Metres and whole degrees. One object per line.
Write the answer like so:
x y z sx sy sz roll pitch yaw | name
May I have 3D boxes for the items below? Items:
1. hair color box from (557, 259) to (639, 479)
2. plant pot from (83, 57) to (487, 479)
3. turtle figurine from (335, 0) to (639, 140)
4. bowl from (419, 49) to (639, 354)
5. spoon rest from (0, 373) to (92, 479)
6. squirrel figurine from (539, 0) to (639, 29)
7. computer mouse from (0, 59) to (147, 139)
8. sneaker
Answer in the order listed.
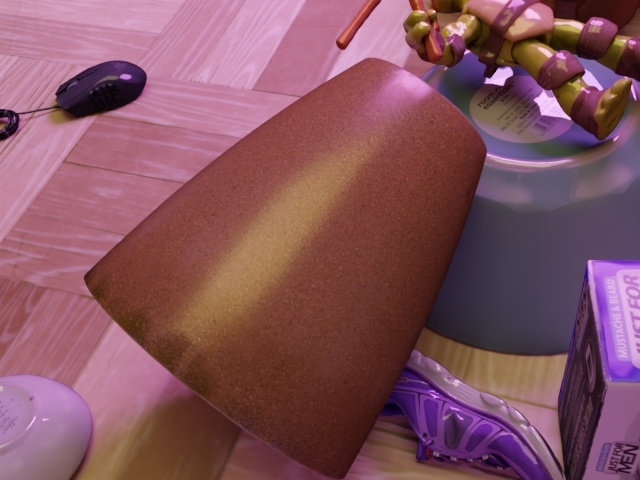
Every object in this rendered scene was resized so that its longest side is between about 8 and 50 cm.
0.346 0.108 0.569 0.338 0.185 0.110 -1 48 7 | hair color box
0.000 0.000 0.625 0.237 0.237 0.254 35 84 32 | plant pot
0.157 -0.166 0.686 0.217 0.087 0.269 38 54 25 | turtle figurine
0.187 -0.070 0.764 0.311 0.163 0.312 -3 48 4 | bowl
-0.290 0.208 0.654 0.137 0.084 0.276 15 39 18 | spoon rest
0.348 -0.423 0.912 0.370 0.397 0.281 -6 37 -15 | squirrel figurine
-0.328 -0.172 1.007 0.242 0.041 0.071 -18 50 -7 | computer mouse
0.113 0.153 0.656 0.169 0.068 0.071 27 72 38 | sneaker
